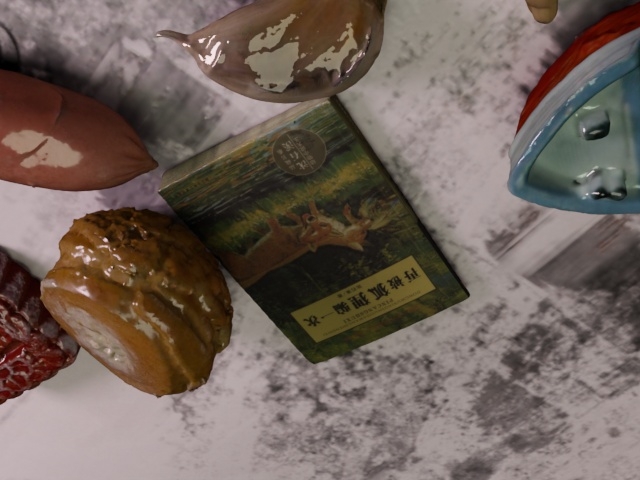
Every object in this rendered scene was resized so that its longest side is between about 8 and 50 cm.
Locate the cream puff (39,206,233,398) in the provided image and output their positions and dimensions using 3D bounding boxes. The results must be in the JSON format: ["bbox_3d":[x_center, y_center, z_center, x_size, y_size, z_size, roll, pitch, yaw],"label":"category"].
[{"bbox_3d":[-0.137,0.042,0.738,0.150,0.115,0.165,20,144,26],"label":"cream puff"}]

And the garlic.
[{"bbox_3d":[-0.022,-0.131,0.632,0.152,0.066,0.084,-21,98,15],"label":"garlic"}]

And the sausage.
[{"bbox_3d":[-0.329,-0.102,0.657,0.433,0.088,0.087,10,130,-7],"label":"sausage"}]

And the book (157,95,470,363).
[{"bbox_3d":[0.000,0.000,0.760,0.160,0.024,0.228,-25,123,19],"label":"book"}]

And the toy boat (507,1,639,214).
[{"bbox_3d":[0.283,-0.086,0.600,0.332,0.133,0.145,-12,129,13],"label":"toy boat"}]

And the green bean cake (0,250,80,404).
[{"bbox_3d":[-0.296,0.081,0.824,0.135,0.056,0.135,-27,123,25],"label":"green bean cake"}]

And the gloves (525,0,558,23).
[{"bbox_3d":[0.154,-0.200,0.530,0.129,0.106,0.180,6,126,-4],"label":"gloves"}]
